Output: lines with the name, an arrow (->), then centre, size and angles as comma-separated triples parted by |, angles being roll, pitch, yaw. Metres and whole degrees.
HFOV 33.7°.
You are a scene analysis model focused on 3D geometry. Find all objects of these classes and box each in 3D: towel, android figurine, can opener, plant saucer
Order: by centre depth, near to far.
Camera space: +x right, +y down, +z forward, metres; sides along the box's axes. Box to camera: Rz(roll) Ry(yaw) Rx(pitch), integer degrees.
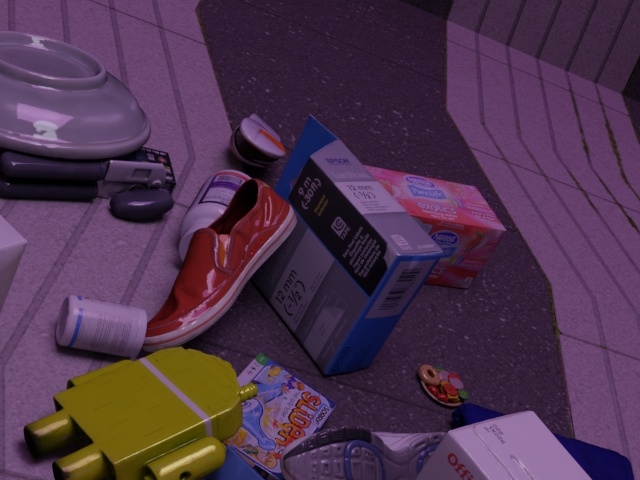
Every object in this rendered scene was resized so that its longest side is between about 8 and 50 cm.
android figurine -> -0.207, 0.211, 1.275 | 0.273, 0.056, 0.248 | -21, 33, -33
towel -> 0.347, 0.368, 1.586 | 0.308, 0.076, 0.227 | 21, 24, -12
can opener -> -0.362, -0.085, 1.664 | 0.283, 0.076, 0.095 | 0, 40, -38
plant saucer -> -0.468, -0.262, 1.746 | 0.401, 0.100, 0.400 | 16, 24, -7

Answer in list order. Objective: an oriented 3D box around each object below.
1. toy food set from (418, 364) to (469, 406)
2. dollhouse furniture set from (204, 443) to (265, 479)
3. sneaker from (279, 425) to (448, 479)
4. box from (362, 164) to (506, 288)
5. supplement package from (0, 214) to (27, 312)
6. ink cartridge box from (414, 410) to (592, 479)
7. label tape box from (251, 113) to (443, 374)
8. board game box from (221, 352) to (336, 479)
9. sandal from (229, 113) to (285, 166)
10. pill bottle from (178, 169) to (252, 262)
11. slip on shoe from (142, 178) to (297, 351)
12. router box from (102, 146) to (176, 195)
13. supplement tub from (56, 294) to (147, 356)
toy food set -> 0.199, 0.234, 1.705 | 0.083, 0.020, 0.083 | 7, 36, -32
dollhouse furniture set -> -0.021, 0.419, 1.204 | 0.286, 0.198, 0.303 | 39, -8, -26
sneaker -> 0.050, 0.298, 1.384 | 0.297, 0.129, 0.111 | 15, 76, -45
box -> 0.165, -0.026, 1.937 | 0.300, 0.154, 0.142 | 8, 37, -31
supplement package -> -0.536, -0.005, 1.295 | 0.293, 0.177, 0.175 | 41, 32, 19
ink cartridge box -> 0.209, 0.359, 1.315 | 0.168, 0.232, 0.171 | -5, 44, -44
label tape box -> 0.000, 0.000, 1.663 | 0.115, 0.249, 0.347 | -6, 45, -45
board game box -> -0.075, 0.246, 1.443 | 0.136, 0.035, 0.201 | 33, 30, 7
sandal -> -0.125, -0.180, 2.019 | 0.102, 0.076, 0.265 | 41, 8, -7
pill bottle -> -0.165, -0.028, 1.710 | 0.108, 0.108, 0.193 | 27, 31, -4
slip on shoe -> -0.159, 0.034, 1.529 | 0.101, 0.123, 0.331 | 54, 55, -23
router box -> -0.313, -0.123, 1.798 | 0.122, 0.038, 0.092 | 11, 35, -28
supplement tub -> -0.295, 0.116, 1.423 | 0.107, 0.071, 0.071 | 14, 33, -24
